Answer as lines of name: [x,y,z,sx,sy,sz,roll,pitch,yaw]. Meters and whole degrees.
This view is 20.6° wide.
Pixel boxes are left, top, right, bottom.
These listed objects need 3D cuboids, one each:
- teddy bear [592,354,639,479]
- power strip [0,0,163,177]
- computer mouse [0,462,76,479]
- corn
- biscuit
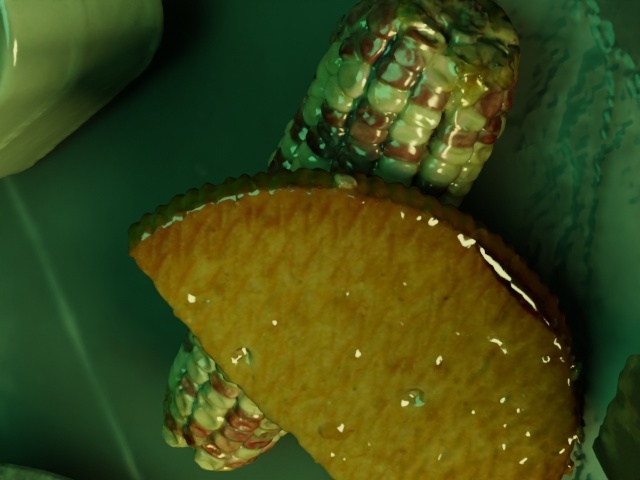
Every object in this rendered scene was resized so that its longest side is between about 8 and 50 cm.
teddy bear: [0.224,0.036,0.534,0.296,0.222,0.246,93,162,-48]
power strip: [-0.135,-0.169,0.753,0.261,0.141,0.229,-33,79,47]
computer mouse: [-0.103,0.163,0.808,0.229,0.068,0.113,23,129,17]
corn: [0.000,0.000,0.706,0.079,0.079,0.237,44,121,19]
biscuit: [0.030,0.042,0.671,0.126,0.025,0.206,-31,116,22]
